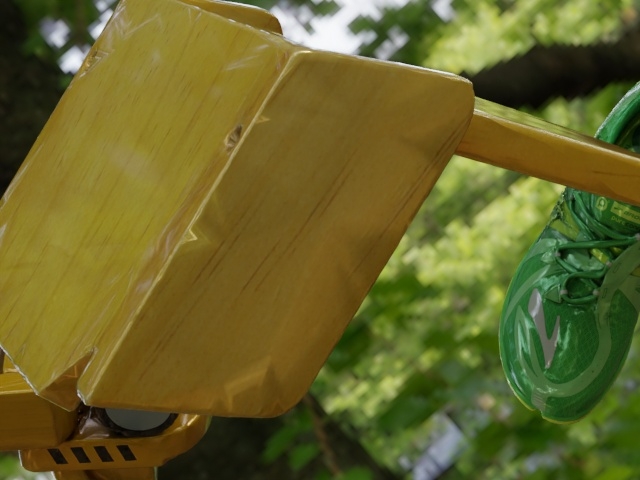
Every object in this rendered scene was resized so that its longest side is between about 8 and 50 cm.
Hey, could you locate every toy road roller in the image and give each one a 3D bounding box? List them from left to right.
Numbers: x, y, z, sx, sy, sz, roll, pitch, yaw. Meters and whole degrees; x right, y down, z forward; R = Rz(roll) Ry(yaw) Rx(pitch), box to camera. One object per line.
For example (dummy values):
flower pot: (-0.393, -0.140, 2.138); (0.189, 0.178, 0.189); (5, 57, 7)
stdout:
toy road roller: (-0.283, 0.180, 2.060); (0.329, 0.202, 0.241); (-3, -54, -1)

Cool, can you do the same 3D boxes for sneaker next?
sneaker: (0.215, -0.005, 1.438); (0.123, 0.109, 0.296); (51, -119, -77)

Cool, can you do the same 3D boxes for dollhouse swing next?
dollhouse swing: (0.000, 0.000, 1.216); (0.315, 0.305, 0.347); (-59, 25, 0)
